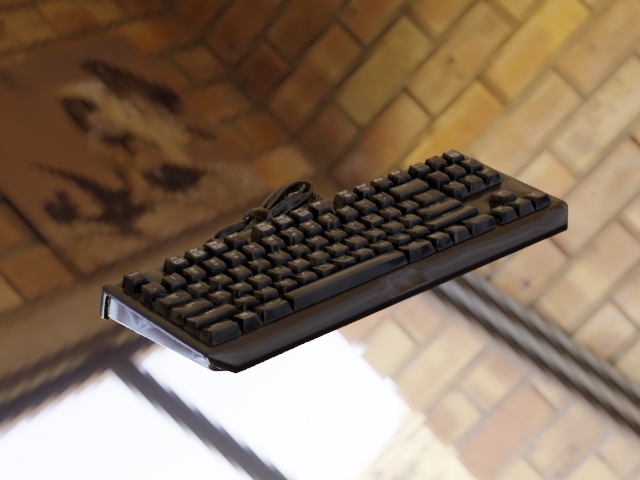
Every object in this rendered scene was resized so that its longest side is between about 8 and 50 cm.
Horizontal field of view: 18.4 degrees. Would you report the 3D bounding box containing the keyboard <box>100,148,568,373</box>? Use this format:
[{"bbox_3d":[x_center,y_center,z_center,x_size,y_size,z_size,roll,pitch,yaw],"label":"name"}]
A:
[{"bbox_3d":[0.000,0.000,0.777,0.180,0.108,0.023,-21,-62,-34],"label":"keyboard"}]
